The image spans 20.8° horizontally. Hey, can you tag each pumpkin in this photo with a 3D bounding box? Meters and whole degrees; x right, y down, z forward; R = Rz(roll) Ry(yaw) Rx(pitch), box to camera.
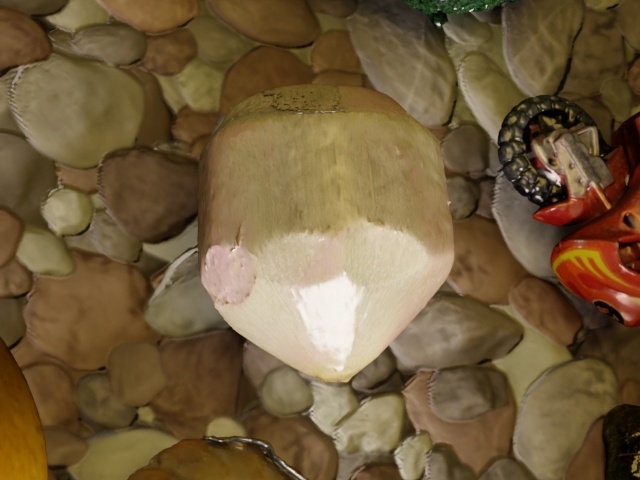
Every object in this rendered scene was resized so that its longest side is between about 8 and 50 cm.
[{"bbox_3d":[0.216,0.146,1.179,0.050,0.028,0.083,1,63,-16],"label":"pumpkin"}]

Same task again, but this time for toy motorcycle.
[{"bbox_3d":[0.262,-0.019,1.230,0.298,0.089,0.171,3,68,-18],"label":"toy motorcycle"}]

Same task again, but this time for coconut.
[{"bbox_3d":[0.000,0.000,1.093,0.171,0.171,0.183,2,76,-18],"label":"coconut"}]

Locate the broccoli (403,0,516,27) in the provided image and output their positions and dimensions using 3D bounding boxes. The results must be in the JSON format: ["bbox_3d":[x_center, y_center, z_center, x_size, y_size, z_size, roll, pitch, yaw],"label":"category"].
[{"bbox_3d":[0.092,-0.306,1.236,0.254,0.269,0.269,14,64,-18],"label":"broccoli"}]

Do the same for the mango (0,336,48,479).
[{"bbox_3d":[-0.324,0.092,0.919,0.378,0.221,0.264,33,65,9],"label":"mango"}]

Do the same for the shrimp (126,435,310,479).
[{"bbox_3d":[-0.074,0.232,1.034,0.173,0.058,0.253,30,60,-14],"label":"shrimp"}]
